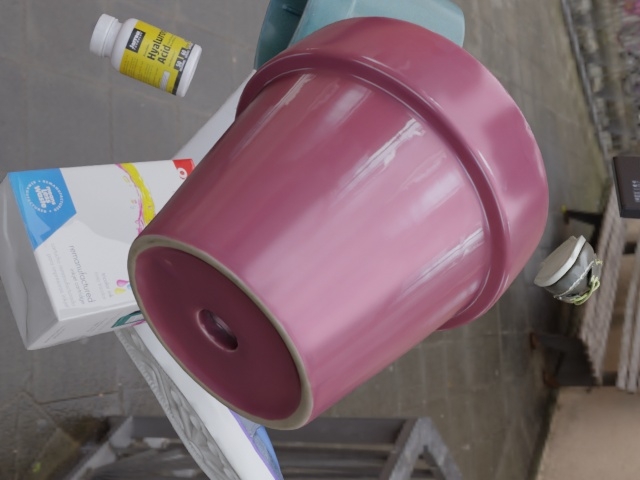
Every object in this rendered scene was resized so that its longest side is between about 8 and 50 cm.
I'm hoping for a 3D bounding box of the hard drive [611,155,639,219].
[{"bbox_3d":[0.512,-0.084,1.232,0.135,0.094,0.022,-76,165,-45],"label":"hard drive"}]

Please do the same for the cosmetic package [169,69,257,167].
[{"bbox_3d":[-0.118,-0.099,1.215,0.225,0.138,0.224,-49,171,-10],"label":"cosmetic package"}]

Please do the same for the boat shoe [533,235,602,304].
[{"bbox_3d":[0.436,0.056,1.356,0.091,0.109,0.305,48,15,9],"label":"boat shoe"}]

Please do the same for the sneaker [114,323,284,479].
[{"bbox_3d":[-0.077,0.113,0.898,0.236,0.130,0.323,-32,83,-30],"label":"sneaker"}]

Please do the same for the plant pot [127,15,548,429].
[{"bbox_3d":[0.000,0.000,0.451,0.180,0.201,0.201,-44,122,-35],"label":"plant pot"}]

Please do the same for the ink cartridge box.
[{"bbox_3d":[-0.167,0.003,0.716,0.231,0.078,0.134,-12,73,-45],"label":"ink cartridge box"}]

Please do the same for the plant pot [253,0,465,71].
[{"bbox_3d":[0.082,-0.415,1.578,0.334,0.341,0.341,18,65,-21],"label":"plant pot"}]

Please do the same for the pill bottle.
[{"bbox_3d":[-0.202,-0.215,0.906,0.116,0.065,0.065,20,59,-10],"label":"pill bottle"}]
